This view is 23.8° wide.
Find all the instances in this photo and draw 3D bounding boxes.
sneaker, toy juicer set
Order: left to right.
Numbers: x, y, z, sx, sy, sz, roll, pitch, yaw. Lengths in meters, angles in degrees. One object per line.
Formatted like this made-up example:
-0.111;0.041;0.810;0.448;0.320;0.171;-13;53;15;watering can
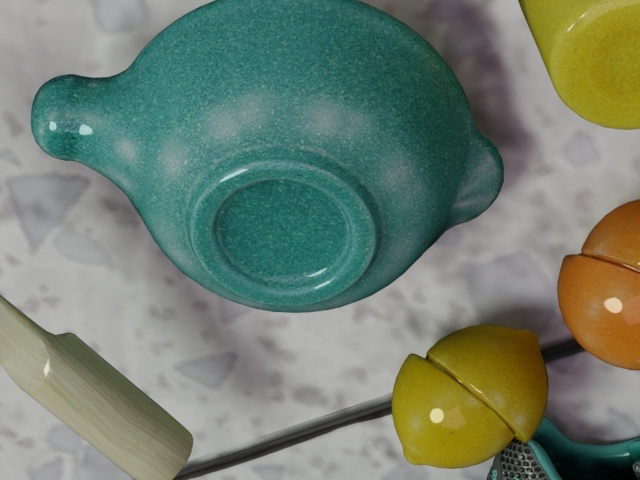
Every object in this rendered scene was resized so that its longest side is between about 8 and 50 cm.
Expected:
0.000;0.000;0.574;0.329;0.089;0.209;-13;127;14;toy juicer set
0.140;0.116;0.606;0.166;0.065;0.076;11;117;9;sneaker
